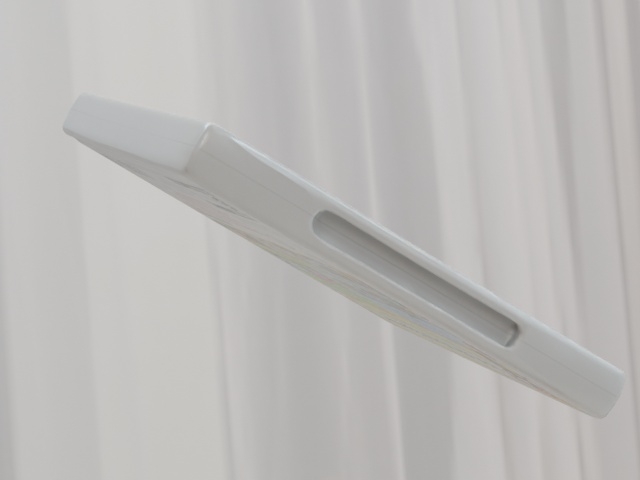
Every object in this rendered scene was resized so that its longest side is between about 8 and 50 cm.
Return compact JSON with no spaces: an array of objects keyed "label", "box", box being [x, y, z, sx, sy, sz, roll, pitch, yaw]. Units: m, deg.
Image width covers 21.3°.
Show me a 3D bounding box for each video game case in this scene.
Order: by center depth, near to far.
[{"label":"video game case","box":[0.000,0.000,0.750,0.206,0.026,0.227,31,-4,-21]}]
